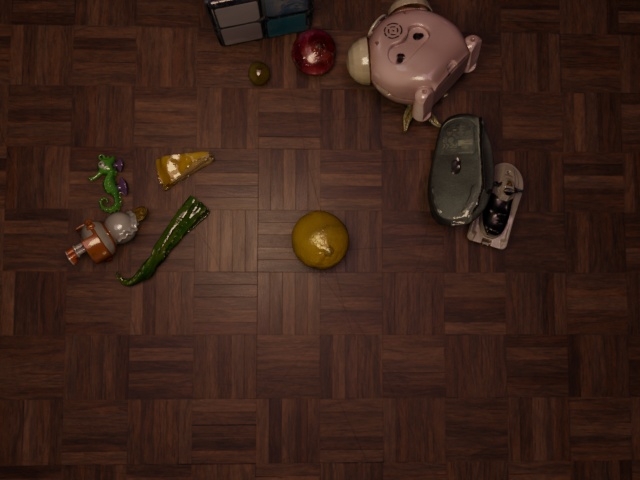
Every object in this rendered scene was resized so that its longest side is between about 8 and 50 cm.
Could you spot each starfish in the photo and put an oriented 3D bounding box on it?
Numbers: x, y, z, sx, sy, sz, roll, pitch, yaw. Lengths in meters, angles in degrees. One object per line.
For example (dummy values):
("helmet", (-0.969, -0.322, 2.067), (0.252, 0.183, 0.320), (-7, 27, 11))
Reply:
("starfish", (0.305, -0.429, 1.891), (0.208, 0.053, 0.175), (29, 82, 11))

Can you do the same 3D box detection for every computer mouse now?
("computer mouse", (0.440, -0.213, 1.830), (0.203, 0.114, 0.373), (3, 78, 29))

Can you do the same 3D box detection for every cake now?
("cake", (-0.431, -0.219, 1.846), (0.185, 0.080, 0.116), (0, 84, -6))

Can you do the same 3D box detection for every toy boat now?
("toy boat", (0.560, -0.112, 1.849), (0.141, 0.141, 0.269), (17, 100, -1))

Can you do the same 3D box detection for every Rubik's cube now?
("Rubik's cube", (-0.205, -0.813, 1.771), (0.319, 0.316, 0.313), (-12, 87, -4))

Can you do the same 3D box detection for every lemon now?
("lemon", (0.000, 0.000, 1.789), (0.178, 0.203, 0.178), (-5, 109, -14))

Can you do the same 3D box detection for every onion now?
("onion", (-0.019, -0.604, 1.850), (0.150, 0.140, 0.150), (0, 90, 0))

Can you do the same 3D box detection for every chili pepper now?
("chili pepper", (-0.496, 0.011, 1.835), (0.359, 0.076, 0.085), (-47, 114, -4))

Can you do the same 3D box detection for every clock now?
("clock", (0.283, -0.579, 1.824), (0.326, 0.184, 0.342), (40, 77, 19))

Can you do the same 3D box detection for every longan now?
("longan", (-0.203, -0.535, 1.882), (0.083, 0.075, 0.075), (-6, 86, 39))

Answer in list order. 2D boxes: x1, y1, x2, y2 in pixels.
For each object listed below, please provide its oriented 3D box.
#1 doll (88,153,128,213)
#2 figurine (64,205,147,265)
("doll", (-0.669, -0.181, 1.848), (0.115, 0.050, 0.190), (-13, 89, -7))
("figurine", (-0.657, -0.024, 1.799), (0.143, 0.143, 0.271), (45, 88, 1))
